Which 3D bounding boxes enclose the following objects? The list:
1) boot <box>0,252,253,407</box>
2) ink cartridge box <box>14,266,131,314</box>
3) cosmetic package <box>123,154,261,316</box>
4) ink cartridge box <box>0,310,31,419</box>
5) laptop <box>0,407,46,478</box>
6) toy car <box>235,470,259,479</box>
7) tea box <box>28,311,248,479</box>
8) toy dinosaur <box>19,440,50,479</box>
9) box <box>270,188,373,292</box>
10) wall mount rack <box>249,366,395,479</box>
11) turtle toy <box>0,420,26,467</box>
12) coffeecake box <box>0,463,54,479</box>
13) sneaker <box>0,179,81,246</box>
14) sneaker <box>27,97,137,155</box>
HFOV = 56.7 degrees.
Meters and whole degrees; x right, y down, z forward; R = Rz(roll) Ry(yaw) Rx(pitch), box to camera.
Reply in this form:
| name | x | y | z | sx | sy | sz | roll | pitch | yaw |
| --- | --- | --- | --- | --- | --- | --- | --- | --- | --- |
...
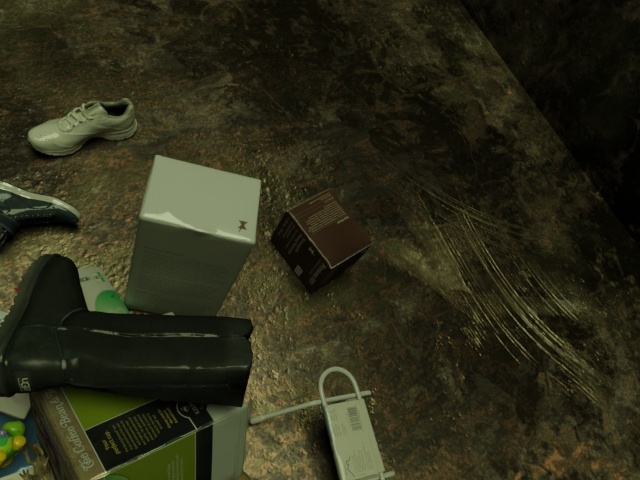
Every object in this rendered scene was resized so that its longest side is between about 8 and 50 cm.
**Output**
| name | x | y | z | sx | sy | sz | roll | pitch | yaw |
| --- | --- | --- | --- | --- | --- | --- | --- | --- | --- |
| boot | -0.354 | 0.162 | 1.157 | 0.445 | 0.146 | 0.367 | 1 | 35 | -6 |
| ink cartridge box | -0.547 | 0.152 | 1.346 | 0.181 | 0.056 | 0.224 | 53 | 17 | 11 |
| cosmetic package | -0.304 | 0.021 | 1.348 | 0.230 | 0.453 | 0.161 | 13 | 58 | -16 |
| ink cartridge box | -0.669 | 0.232 | 1.196 | 0.232 | 0.066 | 0.189 | 41 | 48 | -36 |
| laptop | -0.721 | 0.279 | 1.172 | 0.236 | 0.408 | 0.382 | 3 | 54 | 18 |
| toy car | -0.208 | 0.560 | 1.307 | 0.155 | 0.149 | 0.188 | 49 | 27 | 5 |
| tea box | -0.367 | 0.361 | 1.184 | 0.323 | 0.220 | 0.329 | -16 | 39 | -35 |
| toy dinosaur | -0.532 | 0.451 | 1.132 | 0.053 | 0.093 | 0.183 | -18 | 49 | -18 |
| box | 0.000 | 0.000 | 1.658 | 0.167 | 0.168 | 0.203 | -29 | 76 | -33 |
| wall mount rack | 0.010 | 0.493 | 1.414 | 0.304 | 0.130 | 0.350 | -2 | 63 | -29 |
| turtle toy | -0.626 | 0.405 | 1.160 | 0.066 | 0.095 | 0.130 | 43 | 25 | 2 |
| coffeecake box | -0.590 | 0.526 | 1.119 | 0.185 | 0.068 | 0.142 | -6 | 50 | -49 |
| sneaker | -0.715 | -0.038 | 1.437 | 0.226 | 0.086 | 0.163 | 17 | 59 | -15 |
| sneaker | -0.641 | -0.322 | 1.602 | 0.297 | 0.129 | 0.111 | -26 | 76 | -31 |
